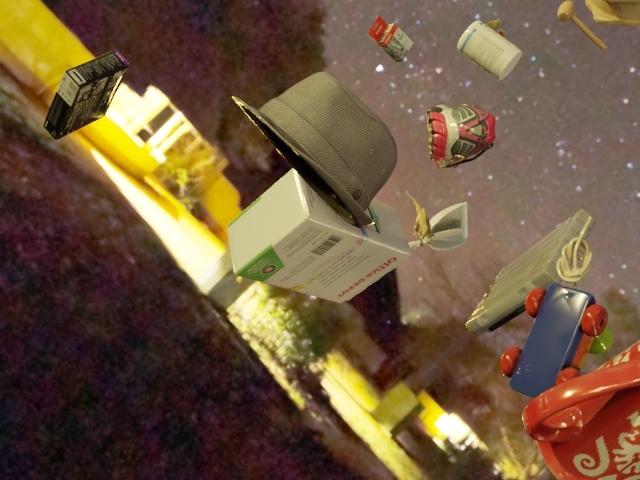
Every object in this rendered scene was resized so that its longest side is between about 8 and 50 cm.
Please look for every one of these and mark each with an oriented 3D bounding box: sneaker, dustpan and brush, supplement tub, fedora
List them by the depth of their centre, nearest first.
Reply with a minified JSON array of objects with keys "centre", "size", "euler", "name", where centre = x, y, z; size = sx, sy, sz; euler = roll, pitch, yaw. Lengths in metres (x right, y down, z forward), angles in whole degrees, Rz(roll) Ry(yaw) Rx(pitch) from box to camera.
[{"centre":[0.015,-0.142,1.042],"size":[0.275,0.124,0.244],"euler":[47,-3,-41],"name":"fedora"},{"centre":[0.258,-0.189,1.343],"size":[0.299,0.112,0.121],"euler":[-44,130,-75],"name":"sneaker"},{"centre":[0.324,-0.366,1.421],"size":[0.107,0.071,0.071],"euler":[42,-3,15],"name":"supplement tub"},{"centre":[0.316,-0.015,2.040],"size":[0.060,0.211,0.147],"euler":[-105,-178,-47],"name":"dustpan and brush"}]

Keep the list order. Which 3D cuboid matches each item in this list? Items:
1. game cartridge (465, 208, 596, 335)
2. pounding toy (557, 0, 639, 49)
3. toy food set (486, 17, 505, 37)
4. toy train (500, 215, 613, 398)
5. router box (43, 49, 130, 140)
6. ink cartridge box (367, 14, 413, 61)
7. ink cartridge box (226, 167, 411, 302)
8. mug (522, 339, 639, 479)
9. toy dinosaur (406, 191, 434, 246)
[{"centre":[0.491,0.090,1.753],"size":[0.068,0.230,0.355],"euler":[36,-32,0],"name":"game cartridge"},{"centre":[0.705,-0.558,1.750],"size":[0.269,0.154,0.155],"euler":[9,-35,14],"name":"pounding toy"},{"centre":[0.482,-0.577,2.090],"size":[0.122,0.019,0.078],"euler":[-10,-66,59],"name":"toy food set"},{"centre":[0.353,0.108,0.996],"size":[0.105,0.248,0.143],"euler":[17,-9,47],"name":"toy train"},{"centre":[-0.464,-0.286,1.463],"size":[0.046,0.133,0.179],"euler":[48,-44,1],"name":"router box"},{"centre":[0.180,-0.518,1.893],"size":[0.115,0.063,0.029],"euler":[38,-14,-29],"name":"ink cartridge box"},{"centre":[0.000,0.000,1.376],"size":[0.278,0.201,0.117],"euler":[19,45,-42],"name":"ink cartridge box"},{"centre":[0.278,0.154,0.653],"size":[0.150,0.169,0.113],"euler":[-11,58,-42],"name":"mug"},{"centre":[0.262,-0.048,1.885],"size":[0.183,0.053,0.092],"euler":[-101,-177,-52],"name":"toy dinosaur"}]
